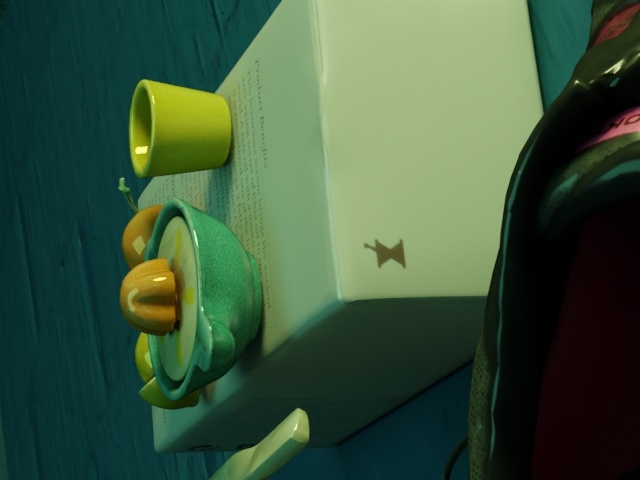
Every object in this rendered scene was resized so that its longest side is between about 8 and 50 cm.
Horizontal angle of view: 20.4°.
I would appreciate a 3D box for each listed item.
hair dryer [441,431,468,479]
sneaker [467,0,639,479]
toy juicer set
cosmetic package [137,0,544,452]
[{"bbox_3d":[0.115,0.247,1.097,0.293,0.080,0.224,-146,60,-66],"label":"hair dryer"},{"bbox_3d":[0.167,-0.029,0.665,0.202,0.185,0.483,66,-145,-72],"label":"sneaker"},{"bbox_3d":[-0.099,0.065,1.212,0.209,0.089,0.329,111,151,-43],"label":"toy juicer set"},{"bbox_3d":[0.000,0.000,1.306,0.453,0.161,0.230,137,130,-64],"label":"cosmetic package"}]
